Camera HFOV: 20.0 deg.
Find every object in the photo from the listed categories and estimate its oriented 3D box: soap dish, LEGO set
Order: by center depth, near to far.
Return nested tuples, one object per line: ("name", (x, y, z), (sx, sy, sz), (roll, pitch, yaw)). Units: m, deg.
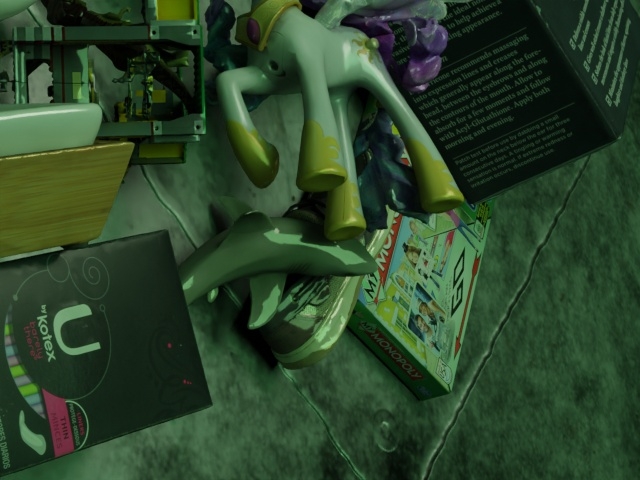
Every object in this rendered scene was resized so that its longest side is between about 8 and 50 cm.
("soap dish", (-0.321, -0.040, 1.404), (0.291, 0.229, 0.118), (-12, 102, -54))
("LEGO set", (-0.214, -0.207, 1.637), (0.192, 0.255, 0.331), (-2, 99, -10))

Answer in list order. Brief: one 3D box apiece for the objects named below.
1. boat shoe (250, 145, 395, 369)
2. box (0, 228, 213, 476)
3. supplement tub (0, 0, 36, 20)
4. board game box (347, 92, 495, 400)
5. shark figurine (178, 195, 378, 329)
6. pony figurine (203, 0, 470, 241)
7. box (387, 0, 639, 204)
("boat shoe", (0.000, 0.000, 1.898), (0.092, 0.103, 0.285), (50, 47, -35))
("box", (-0.239, 0.097, 1.503), (0.270, 0.143, 0.165), (-14, 90, -54))
("supplement tub", (-0.366, -0.228, 1.319), (0.241, 0.331, 0.241), (24, 57, -45))
("board game box", (0.103, -0.005, 2.080), (0.213, 0.046, 0.317), (46, 43, -32))
("shark figurine", (-0.088, 0.025, 1.746), (0.278, 0.116, 0.166), (-35, 72, -29))
("pony figurine", (0.017, -0.186, 1.809), (0.351, 0.303, 0.363), (9, 57, -48))
("box", (0.185, -0.298, 2.126), (0.395, 0.212, 0.293), (55, 30, -19))
